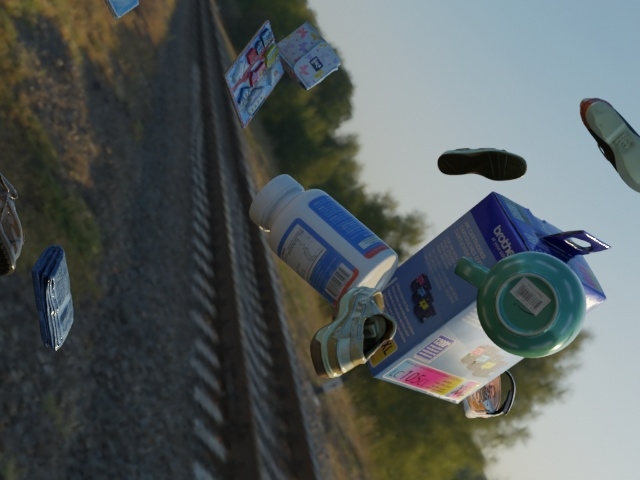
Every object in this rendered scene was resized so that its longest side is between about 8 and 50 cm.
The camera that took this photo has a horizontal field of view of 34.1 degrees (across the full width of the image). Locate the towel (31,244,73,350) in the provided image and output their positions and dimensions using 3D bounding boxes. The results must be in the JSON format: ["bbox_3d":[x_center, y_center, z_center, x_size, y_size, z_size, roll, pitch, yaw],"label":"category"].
[{"bbox_3d":[-0.322,0.069,1.269,0.067,0.029,0.120,-78,171,-55],"label":"towel"}]

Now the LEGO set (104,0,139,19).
[{"bbox_3d":[-0.264,-0.447,1.398,0.182,0.060,0.244,-49,123,-43],"label":"LEGO set"}]

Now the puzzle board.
[{"bbox_3d":[-0.091,-0.236,1.486,0.128,0.011,0.096,-58,146,-33],"label":"puzzle board"}]

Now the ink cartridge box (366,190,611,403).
[{"bbox_3d":[0.279,0.086,1.719,0.270,0.395,0.151,23,33,-46],"label":"ink cartridge box"}]

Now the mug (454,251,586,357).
[{"bbox_3d":[0.242,0.078,1.272,0.097,0.157,0.130,12,74,-74],"label":"mug"}]

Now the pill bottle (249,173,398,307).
[{"bbox_3d":[0.000,0.000,1.586,0.221,0.124,0.124,42,-7,20],"label":"pill bottle"}]

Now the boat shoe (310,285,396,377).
[{"bbox_3d":[0.052,0.100,1.170,0.190,0.072,0.068,-52,126,-62],"label":"boat shoe"}]

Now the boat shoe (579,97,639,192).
[{"bbox_3d":[0.353,-0.114,1.236,0.137,0.049,0.043,47,8,-16],"label":"boat shoe"}]

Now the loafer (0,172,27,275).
[{"bbox_3d":[-0.434,-0.060,1.331,0.078,0.080,0.220,-71,161,-52],"label":"loafer"}]

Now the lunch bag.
[{"bbox_3d":[-0.020,-0.275,1.572,0.083,0.071,0.053,51,-7,15],"label":"lunch bag"}]

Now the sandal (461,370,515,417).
[{"bbox_3d":[0.330,0.291,1.986,0.265,0.076,0.102,0,81,-69],"label":"sandal"}]

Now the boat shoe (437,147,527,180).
[{"bbox_3d":[0.279,-0.135,1.791,0.048,0.153,0.056,-53,140,-59],"label":"boat shoe"}]
